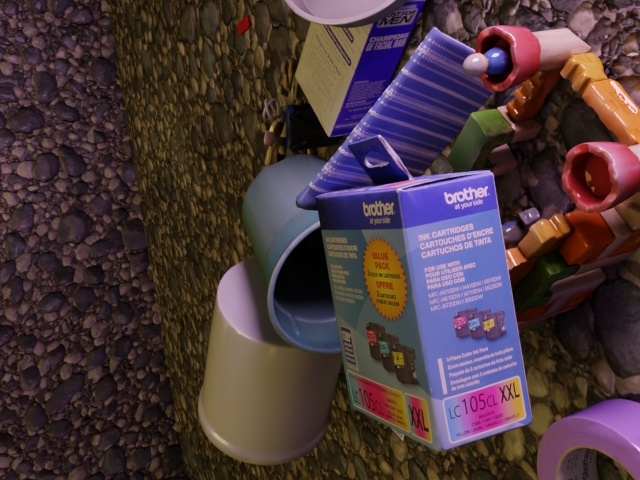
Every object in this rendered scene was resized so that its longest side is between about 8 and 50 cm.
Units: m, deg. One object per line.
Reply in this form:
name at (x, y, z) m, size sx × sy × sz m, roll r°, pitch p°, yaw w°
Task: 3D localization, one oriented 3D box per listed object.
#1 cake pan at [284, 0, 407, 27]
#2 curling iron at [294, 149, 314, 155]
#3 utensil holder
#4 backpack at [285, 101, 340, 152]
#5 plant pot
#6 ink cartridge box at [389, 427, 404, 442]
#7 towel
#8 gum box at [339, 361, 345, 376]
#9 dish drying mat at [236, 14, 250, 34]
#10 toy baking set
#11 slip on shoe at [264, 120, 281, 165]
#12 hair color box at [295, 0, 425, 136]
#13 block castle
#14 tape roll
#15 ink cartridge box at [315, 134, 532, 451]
cake pan at (0.064, -0.488, 1.275) m, size 0.054 × 0.293 × 0.293 m, roll 32°, pitch -153°, yaw -60°
curling iron at (-0.016, -0.122, 1.826) m, size 0.068 × 0.035 × 0.274 m, roll 166°, pitch 91°, yaw -68°
utensil holder at (-0.107, 0.274, 1.739) m, size 0.328 × 0.327 × 0.386 m, roll 52°, pitch 143°, yaw 39°
backpack at (-0.017, -0.262, 1.663) m, size 0.101 × 0.120 × 0.098 m, roll -105°, pitch 13°, yaw -54°
plant pot at (0.000, 0.000, 1.560) m, size 0.334 × 0.341 × 0.341 m, roll -125°, pitch 32°, yaw -50°
ink cartridge box at (0.149, 0.303, 1.698) m, size 0.223 × 0.045 × 0.224 m, roll 41°, pitch 139°, yaw 50°
towel at (0.125, -0.164, 1.158) m, size 0.336 × 0.243 × 0.040 m, roll -50°, pitch 61°, yaw 25°
gum box at (0.049, 0.233, 1.842) m, size 0.107 × 0.062 × 0.188 m, roll 53°, pitch 145°, yaw 39°
dish drying mat at (-0.205, -0.577, 2.006) m, size 0.083 × 0.008 × 0.032 m, roll -5°, pitch 98°, yaw 65°
toy baking set at (-0.088, -0.295, 1.697) m, size 0.197 × 0.030 × 0.256 m, roll 69°, pitch -147°, yaw -61°
slip on shoe at (-0.114, -0.251, 1.955) m, size 0.041 × 0.051 × 0.135 m, roll 20°, pitch 121°, yaw 12°
hair color box at (0.065, -0.386, 1.453) m, size 0.185 × 0.110 × 0.339 m, roll 63°, pitch 153°, yaw 26°
block castle at (0.269, -0.053, 1.092) m, size 0.303 × 0.212 × 0.453 m, roll 61°, pitch 150°, yaw 27°
tape roll at (0.447, 0.377, 1.095) m, size 0.275 × 0.090 × 0.275 m, roll 38°, pitch 136°, yaw 50°
ink cartridge box at (0.125, 0.053, 1.035) m, size 0.270 × 0.151 × 0.396 m, roll 180°, pitch 81°, yaw -67°
